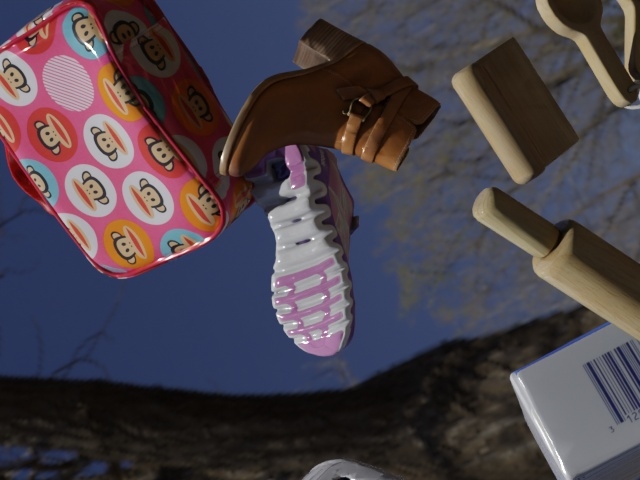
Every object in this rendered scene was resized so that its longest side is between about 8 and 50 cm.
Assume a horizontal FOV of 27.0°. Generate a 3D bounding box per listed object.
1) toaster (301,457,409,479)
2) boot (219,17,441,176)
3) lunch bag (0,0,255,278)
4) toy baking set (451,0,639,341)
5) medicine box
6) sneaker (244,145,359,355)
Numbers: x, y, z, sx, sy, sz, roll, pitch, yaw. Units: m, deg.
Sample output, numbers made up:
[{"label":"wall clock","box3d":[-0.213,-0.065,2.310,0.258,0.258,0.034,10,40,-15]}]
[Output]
[{"label":"toaster","box3d":[0.053,0.251,0.921,0.129,0.227,0.146,-45,-43,-29]},{"label":"boot","box3d":[0.010,-0.107,1.277,0.152,0.197,0.073,36,166,7]},{"label":"lunch bag","box3d":[-0.229,-0.105,1.416,0.293,0.258,0.120,58,-143,-13]},{"label":"toy baking set","box3d":[0.179,-0.033,0.645,0.256,0.030,0.196,35,-119,-15]},{"label":"medicine box","box3d":[0.393,0.196,1.658,0.149,0.263,0.289,62,-178,21]},{"label":"sneaker","box3d":[0.000,0.000,1.383,0.104,0.095,0.236,-9,-94,-58]}]
